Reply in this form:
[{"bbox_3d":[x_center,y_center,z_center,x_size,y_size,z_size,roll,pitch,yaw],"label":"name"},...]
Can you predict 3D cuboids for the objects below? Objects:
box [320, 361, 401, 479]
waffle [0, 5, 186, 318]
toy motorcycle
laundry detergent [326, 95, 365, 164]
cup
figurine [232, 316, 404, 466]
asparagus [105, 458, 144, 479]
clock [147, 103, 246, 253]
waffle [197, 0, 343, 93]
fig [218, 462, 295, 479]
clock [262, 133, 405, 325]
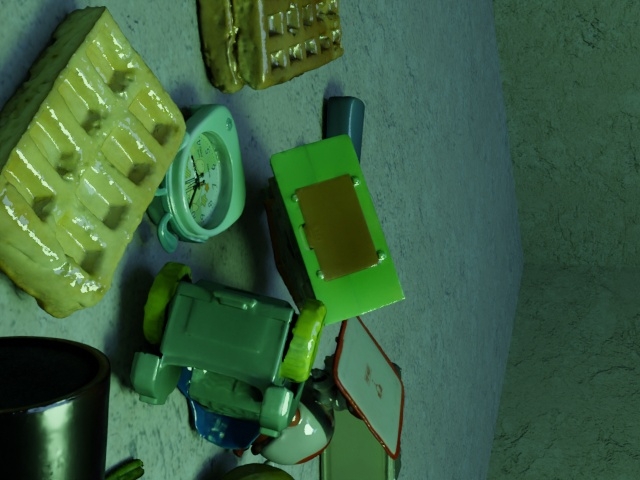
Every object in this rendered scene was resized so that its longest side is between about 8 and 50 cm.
[{"bbox_3d":[0.087,0.358,1.612,0.178,0.138,0.274,-22,113,-72],"label":"box"},{"bbox_3d":[-0.223,-0.078,0.835,0.168,0.057,0.274,56,39,-39],"label":"waffle"},{"bbox_3d":[-0.101,0.155,1.076,0.326,0.191,0.200,78,27,-78],"label":"toy motorcycle"},{"bbox_3d":[0.040,-0.142,1.539,0.096,0.061,0.206,11,83,-77],"label":"laundry detergent"},{"bbox_3d":[-0.233,0.177,0.729,0.239,0.166,0.177,-27,121,-65],"label":"cup"},{"bbox_3d":[-0.021,0.236,1.221,0.160,0.226,0.183,55,21,-16],"label":"figurine"},{"bbox_3d":[-0.245,0.265,0.898,0.023,0.022,0.233,-46,169,16],"label":"asparagus"},{"bbox_3d":[-0.155,-0.073,1.044,0.188,0.060,0.148,-47,136,-59],"label":"clock"},{"bbox_3d":[-0.058,-0.334,1.225,0.327,0.098,0.224,-40,130,-61],"label":"waffle"},{"bbox_3d":[-0.100,0.368,1.143,0.133,0.126,0.185,-54,162,25],"label":"fig"},{"bbox_3d":[0.000,0.000,1.196,0.255,0.106,0.220,142,-70,-78],"label":"clock"}]
